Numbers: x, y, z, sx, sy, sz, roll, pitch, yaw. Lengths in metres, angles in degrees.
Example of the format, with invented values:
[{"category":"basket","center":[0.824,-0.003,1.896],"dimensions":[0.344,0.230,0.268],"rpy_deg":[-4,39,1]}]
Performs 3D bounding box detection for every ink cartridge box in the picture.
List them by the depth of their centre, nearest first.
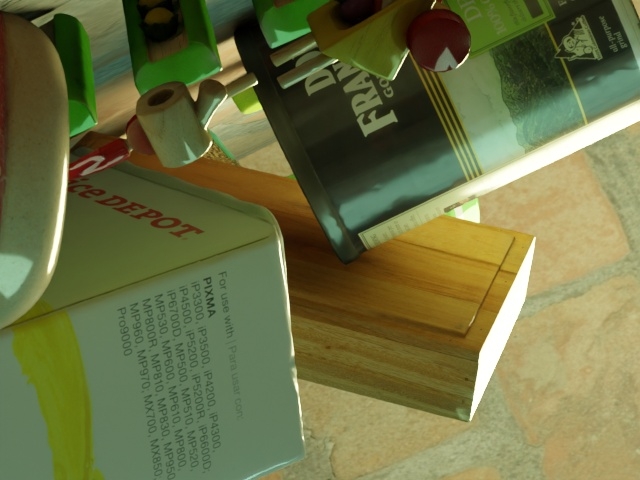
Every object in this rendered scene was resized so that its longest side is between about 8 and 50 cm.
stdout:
[{"category":"ink cartridge box","center":[-0.240,0.085,1.072],"dimensions":[0.385,0.160,0.279],"rpy_deg":[-19,-156,-31]}]

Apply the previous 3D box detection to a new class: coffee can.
[{"category":"coffee can","center":[0.098,-0.130,1.404],"dimensions":[0.275,0.201,0.201],"rpy_deg":[-26,-179,3]}]

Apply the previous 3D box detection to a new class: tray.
[{"category":"tray","center":[-0.046,0.019,1.500],"dimensions":[0.411,0.076,0.203],"rpy_deg":[13,-150,13]}]

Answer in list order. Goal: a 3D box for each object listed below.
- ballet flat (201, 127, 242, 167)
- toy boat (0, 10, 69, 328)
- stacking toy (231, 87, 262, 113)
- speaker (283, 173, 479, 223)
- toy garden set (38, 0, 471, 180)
[{"category":"ballet flat","center":[-0.277,0.044,1.831],"dimensions":[0.483,0.182,0.164],"rpy_deg":[-39,152,14]},{"category":"toy boat","center":[-0.215,-0.027,0.822],"dimensions":[0.151,0.151,0.231],"rpy_deg":[11,157,-37]},{"category":"stacking toy","center":[0.067,-0.158,1.786],"dimensions":[0.309,0.130,0.279],"rpy_deg":[-25,180,-21]},{"category":"speaker","center":[0.000,0.000,1.708],"dimensions":[0.297,0.131,0.131],"rpy_deg":[-19,178,-25]},{"category":"toy garden set","center":[-0.046,-0.109,0.873],"dimensions":[0.244,0.049,0.204],"rpy_deg":[-23,-149,4]}]
